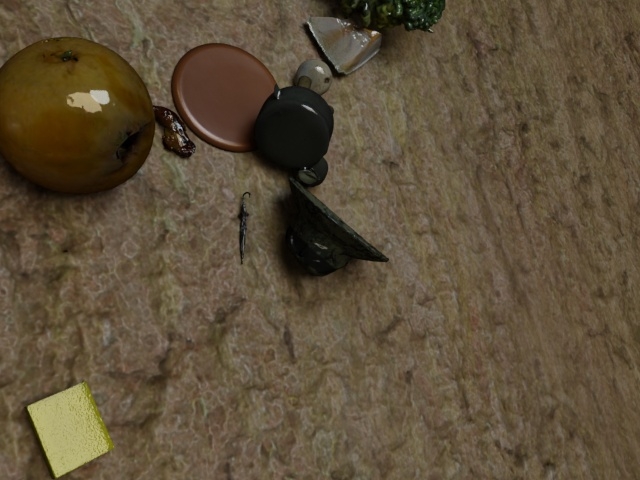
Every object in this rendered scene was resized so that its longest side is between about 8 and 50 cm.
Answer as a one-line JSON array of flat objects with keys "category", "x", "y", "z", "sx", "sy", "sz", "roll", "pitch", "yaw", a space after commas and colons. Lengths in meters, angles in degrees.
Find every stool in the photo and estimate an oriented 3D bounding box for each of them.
[{"category": "stool", "x": -0.051, "y": -0.224, "z": 1.327, "sx": 0.153, "sy": 0.228, "sz": 0.139, "roll": 9, "pitch": 41, "yaw": 4}]

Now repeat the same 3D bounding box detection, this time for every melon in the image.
[{"category": "melon", "x": 0.056, "y": -0.455, "z": 1.498, "sx": 0.202, "sy": 0.093, "sz": 0.139, "roll": 16, "pitch": 75, "yaw": -20}]

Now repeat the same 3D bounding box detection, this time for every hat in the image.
[{"category": "hat", "x": 0.000, "y": 0.000, "z": 1.282, "sx": 0.265, "sy": 0.265, "sz": 0.128, "roll": 41, "pitch": 91, "yaw": -13}]

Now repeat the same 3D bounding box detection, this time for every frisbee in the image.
[{"category": "frisbee", "x": -0.189, "y": -0.303, "z": 1.345, "sx": 0.251, "sy": 0.021, "sz": 0.250, "roll": 9, "pitch": 71, "yaw": -29}]

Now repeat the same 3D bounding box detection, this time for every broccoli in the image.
[{"category": "broccoli", "x": 0.164, "y": -0.640, "z": 1.489, "sx": 0.334, "sy": 0.272, "sz": 0.324, "roll": 26, "pitch": 40, "yaw": -15}]

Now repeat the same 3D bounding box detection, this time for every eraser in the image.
[{"category": "eraser", "x": -0.397, "y": 0.297, "z": 1.011, "sx": 0.097, "sy": 0.045, "sz": 0.122, "roll": -23, "pitch": 85, "yaw": -34}]

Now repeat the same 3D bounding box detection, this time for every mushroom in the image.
[{"category": "mushroom", "x": -0.015, "y": -0.367, "z": 1.441, "sx": 0.085, "sy": 0.085, "sz": 0.079, "roll": 43, "pitch": 23, "yaw": -12}]

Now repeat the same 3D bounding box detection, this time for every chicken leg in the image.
[{"category": "chicken leg", "x": -0.298, "y": -0.223, "z": 1.249, "sx": 0.062, "sy": 0.037, "sz": 0.145, "roll": -35, "pitch": 96, "yaw": -20}]

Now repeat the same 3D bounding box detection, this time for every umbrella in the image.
[{"category": "umbrella", "x": -0.155, "y": -0.025, "z": 1.276, "sx": 0.022, "sy": 0.022, "sz": 0.148, "roll": 28, "pitch": 64, "yaw": -62}]

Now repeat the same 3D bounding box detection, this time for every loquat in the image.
[{"category": "loquat", "x": -0.409, "y": -0.205, "z": 1.062, "sx": 0.263, "sy": 0.263, "sz": 0.263, "roll": 10, "pitch": 70, "yaw": -28}]
